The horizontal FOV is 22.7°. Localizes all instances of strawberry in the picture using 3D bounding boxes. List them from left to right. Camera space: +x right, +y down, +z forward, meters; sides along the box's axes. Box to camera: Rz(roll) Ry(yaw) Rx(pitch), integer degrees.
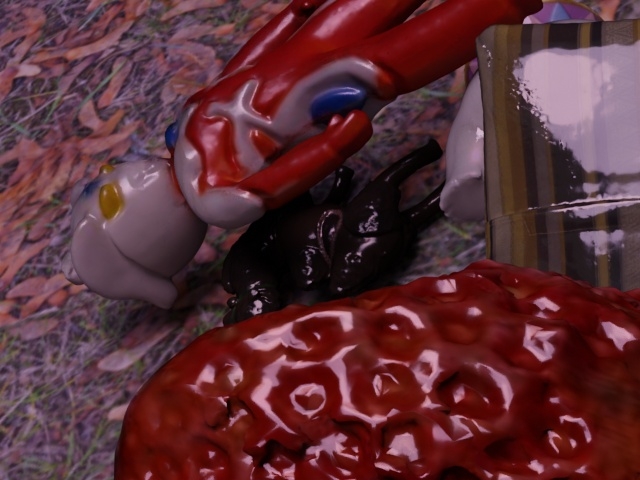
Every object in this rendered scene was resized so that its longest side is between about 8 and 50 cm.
[{"bbox_3d":[0.095,0.140,0.680,0.310,0.291,0.292,39,74,20],"label":"strawberry"}]

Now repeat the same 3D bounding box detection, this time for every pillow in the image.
[{"bbox_3d":[0.184,-0.019,0.802,0.212,0.052,0.208,-3,76,14],"label":"pillow"}]

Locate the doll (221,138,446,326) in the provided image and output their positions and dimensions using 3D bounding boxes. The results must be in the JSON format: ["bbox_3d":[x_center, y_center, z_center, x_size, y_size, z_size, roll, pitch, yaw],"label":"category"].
[{"bbox_3d":[0.000,0.000,1.075,0.139,0.057,0.165,9,56,37],"label":"doll"}]

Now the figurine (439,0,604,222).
[{"bbox_3d":[0.166,-0.034,0.939,0.190,0.142,0.263,-18,41,1],"label":"figurine"}]

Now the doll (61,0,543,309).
[{"bbox_3d":[-0.028,-0.085,1.049,0.384,0.099,0.188,-40,29,18],"label":"doll"}]
